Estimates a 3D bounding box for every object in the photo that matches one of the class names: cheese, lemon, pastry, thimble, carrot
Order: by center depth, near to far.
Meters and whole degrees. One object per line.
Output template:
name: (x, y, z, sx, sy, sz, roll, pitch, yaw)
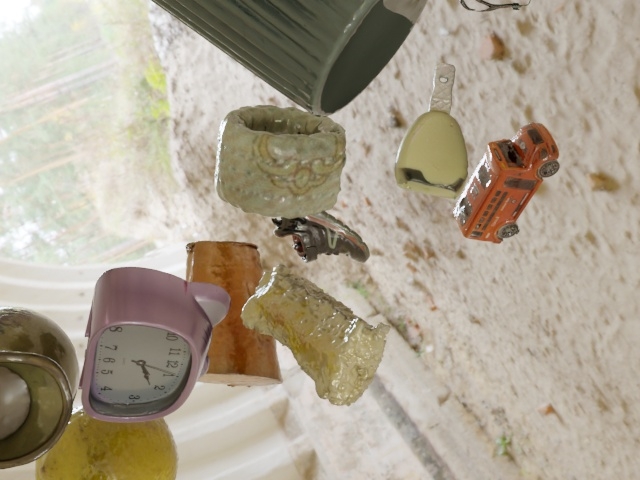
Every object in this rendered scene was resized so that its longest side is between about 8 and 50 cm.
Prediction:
pastry: (-0.013, 0.123, 0.881, 0.089, 0.122, 0.258, 41, 172, -37)
cheese: (0.206, -0.200, 1.129, 0.054, 0.127, 0.252, 113, 169, -73)
carrot: (-0.160, 0.132, 1.169, 0.196, 0.195, 0.255, 97, 173, -73)
thimble: (-0.084, -0.176, 1.430, 0.291, 0.291, 0.195, -128, 42, -53)
lemon: (-0.536, 0.577, 1.651, 0.387, 0.350, 0.350, 16, -143, -52)

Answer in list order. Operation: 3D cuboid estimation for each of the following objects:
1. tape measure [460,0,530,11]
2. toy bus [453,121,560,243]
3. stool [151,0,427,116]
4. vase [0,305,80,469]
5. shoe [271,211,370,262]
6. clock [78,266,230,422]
tape measure: (0.409, -0.559, 1.417, 0.104, 0.179, 0.107, 53, 169, 8)
toy bus: (0.474, -0.149, 1.663, 0.329, 0.153, 0.143, 112, 155, -44)
stool: (-0.047, -0.361, 0.846, 0.330, 0.297, 0.297, 40, 166, 8)
vase: (-0.553, 0.243, 1.006, 0.302, 0.329, 0.241, -165, 66, -72)
shoe: (0.000, 0.000, 1.619, 0.290, 0.137, 0.114, 31, 180, -23)
clock: (-0.137, 0.092, 0.527, 0.050, 0.109, 0.153, -100, 25, -43)
